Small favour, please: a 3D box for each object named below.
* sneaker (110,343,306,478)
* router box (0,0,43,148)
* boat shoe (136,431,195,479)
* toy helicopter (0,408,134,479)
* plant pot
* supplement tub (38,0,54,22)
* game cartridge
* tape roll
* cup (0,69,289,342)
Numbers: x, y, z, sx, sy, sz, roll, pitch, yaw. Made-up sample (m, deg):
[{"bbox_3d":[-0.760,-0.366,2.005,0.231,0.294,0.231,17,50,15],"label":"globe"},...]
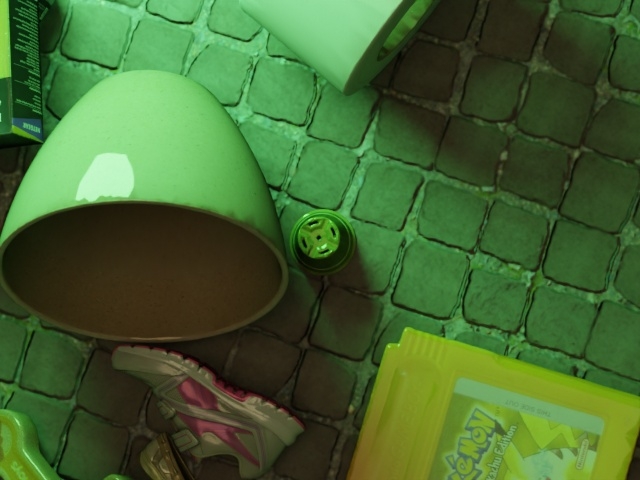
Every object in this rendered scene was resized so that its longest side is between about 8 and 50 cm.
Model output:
[{"bbox_3d":[-0.149,0.207,1.811,0.252,0.103,0.111,28,86,6],"label":"sneaker"},{"bbox_3d":[-0.483,-0.220,1.762,0.309,0.081,0.243,-6,83,17],"label":"router box"},{"bbox_3d":[-0.160,0.305,1.830,0.048,0.056,0.153,-43,77,4],"label":"boat shoe"},{"bbox_3d":[-0.318,0.350,1.785,0.235,0.140,0.355,-48,61,8],"label":"toy helicopter"},{"bbox_3d":[0.000,0.000,1.829,0.083,0.079,0.083,0,86,4],"label":"plant pot"},{"bbox_3d":[-0.419,-0.269,1.856,0.117,0.117,0.190,32,88,5],"label":"supplement tub"},{"bbox_3d":[0.201,0.281,1.810,0.324,0.052,0.285,16,87,4],"label":"game cartridge"},{"bbox_3d":[0.045,-0.315,1.767,0.169,0.246,0.246,41,89,6],"label":"tape roll"},{"bbox_3d":[-0.203,-0.057,1.755,0.331,0.331,0.237,-3,59,3],"label":"cup"}]
